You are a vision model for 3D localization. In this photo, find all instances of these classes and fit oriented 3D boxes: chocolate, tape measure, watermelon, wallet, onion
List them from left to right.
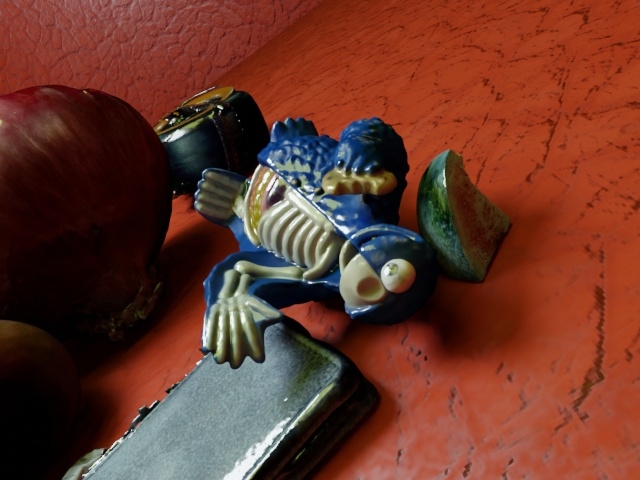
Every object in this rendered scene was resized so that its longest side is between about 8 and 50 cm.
[{"bbox_3d":[-0.298,0.142,0.537,0.177,0.176,0.176,-31,23,15],"label":"chocolate"},{"bbox_3d":[-0.287,0.005,0.700,0.347,0.285,0.347,-48,-14,-16],"label":"onion"},{"bbox_3d":[-0.078,0.137,0.381,0.222,0.036,0.167,-46,25,-15],"label":"wallet"},{"bbox_3d":[-0.185,-0.154,0.979,0.202,0.135,0.223,-33,23,-17],"label":"tape measure"},{"bbox_3d":[0.096,-0.019,0.402,0.061,0.085,0.085,-4,20,-11],"label":"watermelon"}]

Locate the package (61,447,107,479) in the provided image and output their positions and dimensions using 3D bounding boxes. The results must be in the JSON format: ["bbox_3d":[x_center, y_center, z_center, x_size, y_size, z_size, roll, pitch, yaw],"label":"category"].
[{"bbox_3d":[-0.198,0.202,0.454,0.037,0.015,0.110,-29,22,32],"label":"package"}]

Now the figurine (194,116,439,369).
[{"bbox_3d":[0.004,-0.007,0.433,0.164,0.121,0.262,-39,29,8],"label":"figurine"}]
